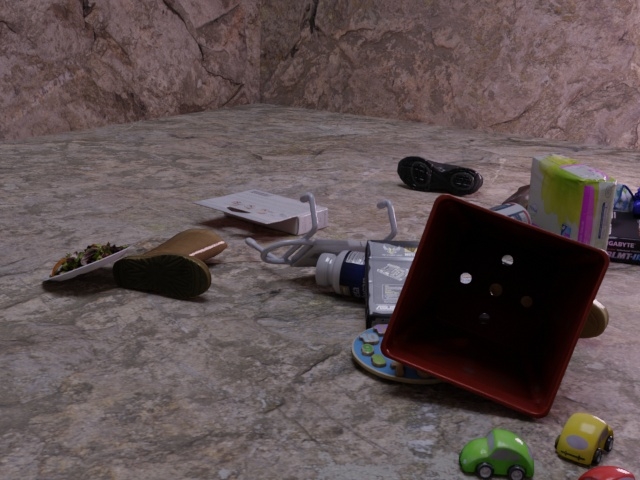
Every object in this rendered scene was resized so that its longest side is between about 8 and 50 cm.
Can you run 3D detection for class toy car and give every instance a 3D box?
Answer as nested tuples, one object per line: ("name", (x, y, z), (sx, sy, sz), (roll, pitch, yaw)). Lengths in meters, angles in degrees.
("toy car", (0.297, 0.282, 1.109), (0.225, 0.053, 0.239), (4, 16, 4))

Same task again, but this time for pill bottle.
("pill bottle", (0.080, 0.071, 1.725), (0.170, 0.094, 0.094), (8, 18, 21))
("pill bottle", (0.430, -0.028, 2.077), (0.108, 0.107, 0.180), (16, 21, 39))

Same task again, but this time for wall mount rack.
("wall mount rack", (0.000, 0.000, 1.875), (0.350, 0.130, 0.304), (3, -24, -31))

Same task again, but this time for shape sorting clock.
("shape sorting clock", (0.155, 0.187, 1.437), (0.206, 0.040, 0.206), (2, 16, -1))

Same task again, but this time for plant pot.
("plant pot", (0.280, 0.093, 1.366), (0.267, 0.267, 0.236), (21, 7, 12))

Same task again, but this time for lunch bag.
("lunch bag", (0.812, -0.097, 2.372), (0.129, 0.096, 0.151), (18, -11, 47))

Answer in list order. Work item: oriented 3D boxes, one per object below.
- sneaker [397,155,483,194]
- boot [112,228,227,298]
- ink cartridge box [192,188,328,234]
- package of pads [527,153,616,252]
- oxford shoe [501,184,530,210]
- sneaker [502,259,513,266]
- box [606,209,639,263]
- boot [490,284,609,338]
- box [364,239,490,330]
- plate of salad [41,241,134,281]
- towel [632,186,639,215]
("sneaker", (0.385, -0.202, 2.710), (0.286, 0.109, 0.130), (17, 11, 22))
("boot", (-0.277, 0.035, 1.807), (0.236, 0.089, 0.269), (8, 17, 23))
("ink cartridge box", (-0.158, -0.068, 2.222), (0.275, 0.060, 0.239), (16, 22, 37))
("package of pads", (0.600, -0.080, 2.063), (0.101, 0.229, 0.296), (-1, 16, -10))
("oxford shoe", (0.643, -0.136, 2.448), (0.133, 0.129, 0.364), (6, 16, 36))
("sneaker", (0.365, 0.065, 1.833), (0.171, 0.063, 0.075), (15, 14, 23))
("box", (0.846, -0.004, 2.122), (0.294, 0.073, 0.295), (9, 17, 18))
("boot", (0.476, 0.108, 1.658), (0.204, 0.095, 0.262), (-12, 17, -43))
("box", (0.200, 0.087, 1.599), (0.231, 0.056, 0.183), (2, 49, -1))
("plate of salad", (-0.485, 0.037, 1.754), (0.200, 0.048, 0.200), (-20, 7, 2))
("towel", (0.985, -0.096, 2.211), (0.308, 0.076, 0.228), (9, 15, 23))
